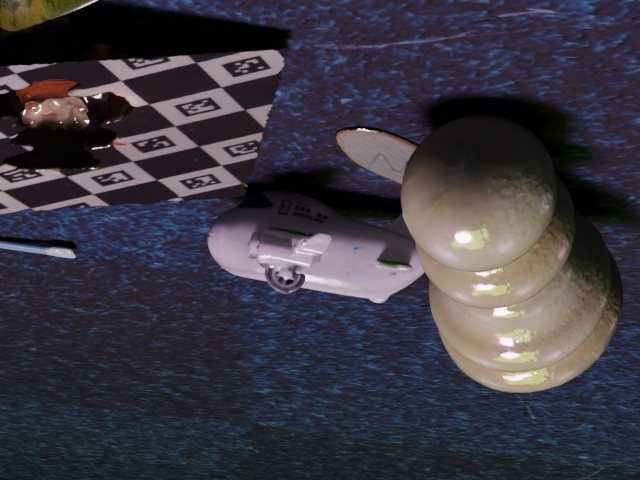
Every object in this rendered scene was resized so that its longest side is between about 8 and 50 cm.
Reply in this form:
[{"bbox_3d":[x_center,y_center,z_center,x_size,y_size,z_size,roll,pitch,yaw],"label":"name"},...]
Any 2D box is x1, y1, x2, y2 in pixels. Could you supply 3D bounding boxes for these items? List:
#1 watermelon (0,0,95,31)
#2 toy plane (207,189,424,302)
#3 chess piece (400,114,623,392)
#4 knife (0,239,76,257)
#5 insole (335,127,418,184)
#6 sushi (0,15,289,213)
[{"bbox_3d":[-0.143,-0.167,1.056,0.163,0.087,0.069,-10,120,38],"label":"watermelon"},{"bbox_3d":[-0.001,0.003,1.499,0.174,0.080,0.174,6,-178,0],"label":"toy plane"},{"bbox_3d":[0.126,-0.003,1.362,0.144,0.144,0.251,1,156,17],"label":"chess piece"},{"bbox_3d":[-0.263,0.004,1.723,0.096,0.010,0.027,7,164,7],"label":"knife"},{"bbox_3d":[0.071,-0.048,1.427,0.064,0.004,0.188,-4,160,36],"label":"insole"},{"bbox_3d":[-0.165,-0.088,1.314,0.264,0.050,0.290,-5,163,-11],"label":"sushi"}]
